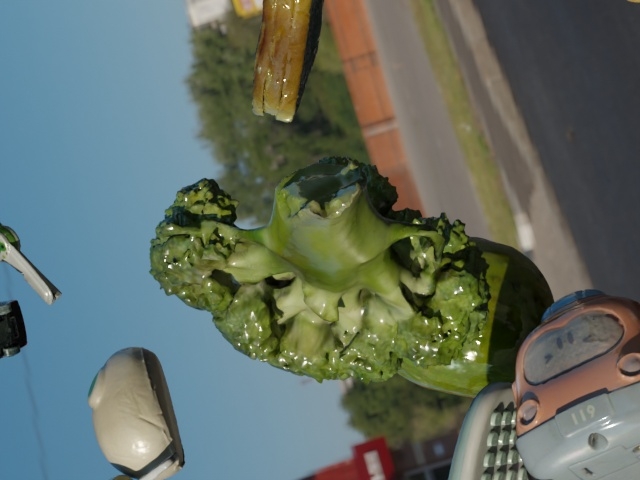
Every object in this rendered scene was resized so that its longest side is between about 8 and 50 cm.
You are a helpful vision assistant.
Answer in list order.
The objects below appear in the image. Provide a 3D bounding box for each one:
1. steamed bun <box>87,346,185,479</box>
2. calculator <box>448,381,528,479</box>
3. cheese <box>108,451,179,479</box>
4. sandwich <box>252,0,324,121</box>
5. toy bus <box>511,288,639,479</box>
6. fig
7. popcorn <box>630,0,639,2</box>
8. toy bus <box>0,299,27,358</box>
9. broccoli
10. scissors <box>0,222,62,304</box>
[{"bbox_3d":[-0.307,0.288,2.126,0.177,0.130,0.228,79,173,-67],"label":"steamed bun"},{"bbox_3d":[0.180,0.301,1.411,0.184,0.042,0.295,12,-95,-59],"label":"calculator"},{"bbox_3d":[-0.320,0.411,2.059,0.071,0.249,0.163,52,178,2],"label":"cheese"},{"bbox_3d":[-0.044,-0.377,2.139,0.271,0.099,0.301,-81,2,-49],"label":"sandwich"},{"bbox_3d":[0.321,0.171,1.367,0.287,0.194,0.232,35,-144,-46],"label":"toy bus"},{"bbox_3d":[0.171,0.099,1.699,0.314,0.233,0.233,14,-128,-47],"label":"fig"},{"bbox_3d":[0.565,-0.511,1.976,0.354,0.390,0.344,27,-127,-32],"label":"popcorn"},{"bbox_3d":[-0.524,0.149,1.904,0.195,0.089,0.081,-29,-68,-57],"label":"toy bus"},{"bbox_3d":[-0.010,-0.005,1.067,0.302,0.254,0.186,53,-137,-45],"label":"broccoli"},{"bbox_3d":[-0.396,0.002,1.598,0.204,0.101,0.027,43,-139,8],"label":"scissors"}]
